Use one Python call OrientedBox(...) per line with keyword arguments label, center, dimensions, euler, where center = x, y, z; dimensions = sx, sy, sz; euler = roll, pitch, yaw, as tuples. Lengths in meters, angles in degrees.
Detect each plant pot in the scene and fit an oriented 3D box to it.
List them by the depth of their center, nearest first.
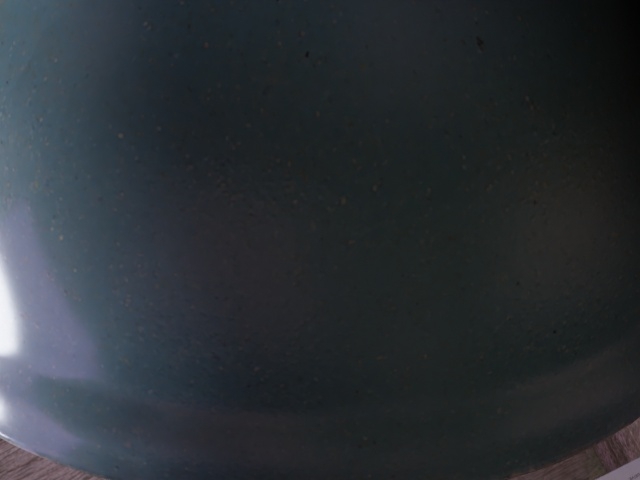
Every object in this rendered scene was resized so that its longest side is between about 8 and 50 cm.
OrientedBox(label="plant pot", center=(-0.005, -0.072, 0.600), dimensions=(0.293, 0.293, 0.196), euler=(-114, 22, -63))

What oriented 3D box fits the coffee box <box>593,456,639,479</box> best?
OrientedBox(label="coffee box", center=(0.298, 0.311, 1.282), dimensions=(0.297, 0.119, 0.168), euler=(63, -178, 19))
